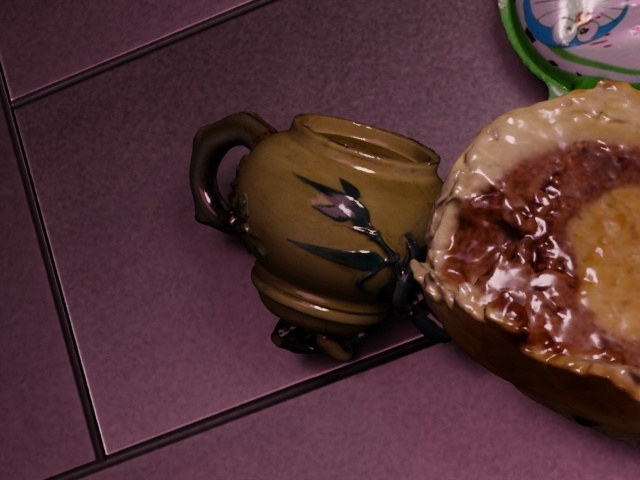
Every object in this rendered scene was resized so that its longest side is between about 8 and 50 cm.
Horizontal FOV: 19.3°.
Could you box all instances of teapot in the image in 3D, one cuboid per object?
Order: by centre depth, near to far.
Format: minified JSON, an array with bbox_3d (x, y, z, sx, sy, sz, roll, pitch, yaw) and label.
[{"bbox_3d":[0.000,0.000,1.459,0.269,0.173,0.183,24,106,27],"label":"teapot"}]

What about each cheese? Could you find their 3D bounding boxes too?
[{"bbox_3d":[0.247,-0.244,1.488,0.203,0.083,0.321,9,78,18],"label":"cheese"}]

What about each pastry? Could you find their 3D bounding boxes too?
[{"bbox_3d":[0.199,0.025,1.377,0.256,0.170,0.237,28,56,3],"label":"pastry"}]
